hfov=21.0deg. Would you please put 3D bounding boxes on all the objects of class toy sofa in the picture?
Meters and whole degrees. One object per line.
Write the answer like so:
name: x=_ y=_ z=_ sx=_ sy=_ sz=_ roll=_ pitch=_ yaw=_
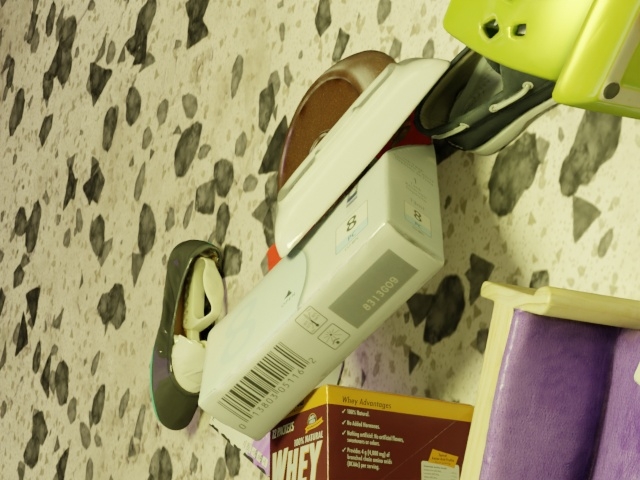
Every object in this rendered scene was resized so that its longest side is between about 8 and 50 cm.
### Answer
toy sofa: x=0.223 y=0.226 z=1.622 sx=0.177 sy=0.150 sz=0.362 roll=17 pitch=96 yaw=63

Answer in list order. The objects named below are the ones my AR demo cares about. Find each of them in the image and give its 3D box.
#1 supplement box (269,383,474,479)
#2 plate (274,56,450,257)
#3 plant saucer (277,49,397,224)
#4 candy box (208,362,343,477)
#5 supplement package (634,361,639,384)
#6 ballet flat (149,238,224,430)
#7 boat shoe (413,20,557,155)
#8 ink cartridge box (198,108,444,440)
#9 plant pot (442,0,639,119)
supplement box: x=0.056 y=0.272 z=1.871 sx=0.129 sy=0.191 sz=0.194 roll=-29 pitch=56 yaw=55
plate: x=0.032 y=-0.110 z=1.961 sx=0.278 sy=0.045 sz=0.277 roll=-49 pitch=6 yaw=4
plant saucer: x=0.021 y=-0.095 z=2.208 sx=0.310 sy=0.050 sz=0.310 roll=-28 pitch=57 yaw=55
candy box: x=-0.060 y=0.199 z=2.239 sx=0.196 sy=0.070 sz=0.165 roll=29 pitch=107 yaw=60
supplement package: x=0.388 y=0.084 z=1.356 sx=0.203 sy=0.149 sz=0.194 roll=49 pitch=124 yaw=56
ballet flat: x=-0.187 y=0.130 z=2.479 sx=0.096 sy=0.095 sz=0.280 roll=-13 pitch=70 yaw=47
boat shoe: x=0.208 y=-0.190 z=1.840 sx=0.302 sy=0.091 sz=0.114 roll=-51 pitch=40 yaw=43
ink cartridge box: x=0.000 y=0.000 z=1.938 sx=0.308 sy=0.091 sz=0.385 roll=-46 pitch=22 yaw=25
plant pot: x=0.286 y=-0.231 z=1.583 sx=0.207 sy=0.227 sz=0.228 roll=49 pitch=124 yaw=47
